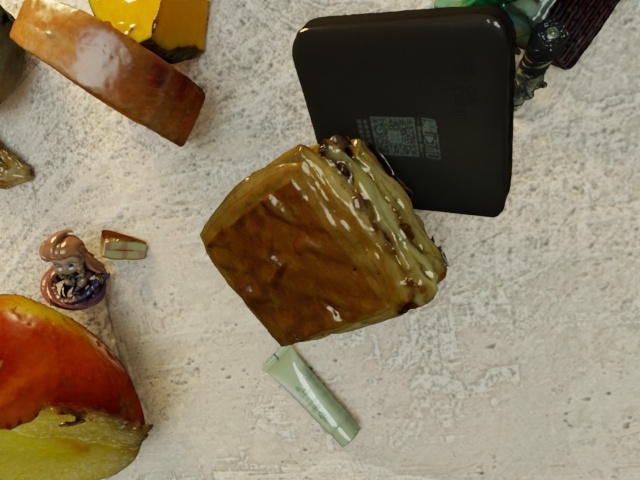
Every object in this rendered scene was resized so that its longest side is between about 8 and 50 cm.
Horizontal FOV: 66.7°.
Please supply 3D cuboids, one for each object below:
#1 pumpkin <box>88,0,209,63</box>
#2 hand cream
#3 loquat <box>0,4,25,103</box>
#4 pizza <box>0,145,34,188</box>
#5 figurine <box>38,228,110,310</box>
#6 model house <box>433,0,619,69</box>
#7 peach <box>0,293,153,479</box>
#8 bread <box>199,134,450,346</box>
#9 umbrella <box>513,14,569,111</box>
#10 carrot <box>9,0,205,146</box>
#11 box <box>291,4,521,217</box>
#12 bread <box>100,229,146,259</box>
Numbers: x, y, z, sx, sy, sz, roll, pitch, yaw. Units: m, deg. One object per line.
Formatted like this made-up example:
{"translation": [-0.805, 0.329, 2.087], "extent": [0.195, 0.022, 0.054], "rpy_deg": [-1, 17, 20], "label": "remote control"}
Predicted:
{"translation": [-0.229, -0.407, 0.772], "extent": [0.280, 0.139, 0.190], "rpy_deg": [-25, 88, 21], "label": "pumpkin"}
{"translation": [-0.015, 0.279, 0.877], "extent": [0.205, 0.050, 0.078], "rpy_deg": [45, 110, 9], "label": "hand cream"}
{"translation": [-0.643, -0.341, 0.880], "extent": [0.179, 0.179, 0.227], "rpy_deg": [33, 104, 8], "label": "loquat"}
{"translation": [-0.697, -0.167, 0.979], "extent": [0.147, 0.069, 0.226], "rpy_deg": [-43, 86, 15], "label": "pizza"}
{"translation": [-0.476, 0.047, 0.927], "extent": [0.126, 0.114, 0.157], "rpy_deg": [-4, 114, 0], "label": "figurine"}
{"translation": [0.327, -0.357, 0.608], "extent": [0.249, 0.230, 0.280], "rpy_deg": [24, 109, -15], "label": "model house"}
{"translation": [-0.508, 0.291, 0.850], "extent": [0.339, 0.353, 0.416], "rpy_deg": [-38, 103, 17], "label": "peach"}
{"translation": [0.000, 0.000, 0.736], "extent": [0.324, 0.167, 0.277], "rpy_deg": [-31, 99, 39], "label": "bread"}
{"translation": [0.278, -0.218, 0.639], "extent": [0.050, 0.188, 0.046], "rpy_deg": [30, 85, 12], "label": "umbrella"}
{"translation": [-0.334, -0.267, 0.772], "extent": [0.307, 0.258, 0.100], "rpy_deg": [31, 87, 5], "label": "carrot"}
{"translation": [0.116, -0.161, 0.664], "extent": [0.289, 0.073, 0.290], "rpy_deg": [9, 139, 28], "label": "box"}
{"translation": [-0.393, 0.011, 0.929], "extent": [0.109, 0.062, 0.043], "rpy_deg": [15, 104, 16], "label": "bread"}
